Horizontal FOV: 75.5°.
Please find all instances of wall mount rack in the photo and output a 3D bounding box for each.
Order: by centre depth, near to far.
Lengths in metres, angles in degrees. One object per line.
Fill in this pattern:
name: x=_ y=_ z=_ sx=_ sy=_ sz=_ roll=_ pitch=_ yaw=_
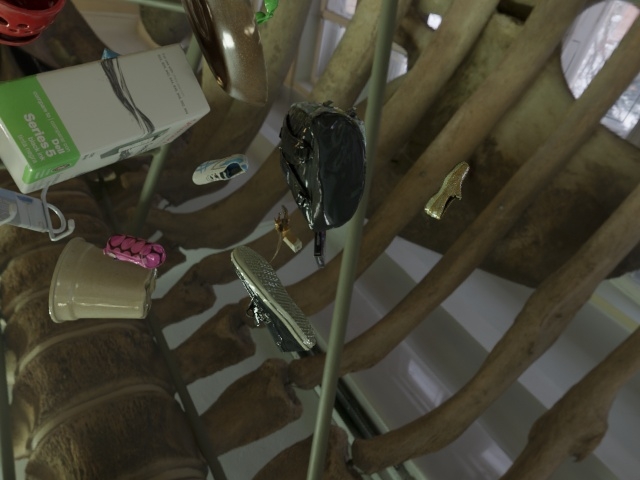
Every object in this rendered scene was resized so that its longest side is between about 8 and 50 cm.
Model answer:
wall mount rack: x=-0.900 y=-0.163 z=1.267 sx=0.130 sy=0.350 sz=0.304 roll=-25 pitch=-105 yaw=9

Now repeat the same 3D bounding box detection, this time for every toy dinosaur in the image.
toy dinosaur: x=-0.132 y=-0.027 z=1.435 sx=0.064 sy=0.112 sz=0.212 roll=13 pitch=-106 yaw=3

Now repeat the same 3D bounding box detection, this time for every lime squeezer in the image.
lime squeezer: x=-0.199 y=-0.737 z=1.305 sx=0.109 sy=0.310 sz=0.059 roll=28 pitch=-141 yaw=-12

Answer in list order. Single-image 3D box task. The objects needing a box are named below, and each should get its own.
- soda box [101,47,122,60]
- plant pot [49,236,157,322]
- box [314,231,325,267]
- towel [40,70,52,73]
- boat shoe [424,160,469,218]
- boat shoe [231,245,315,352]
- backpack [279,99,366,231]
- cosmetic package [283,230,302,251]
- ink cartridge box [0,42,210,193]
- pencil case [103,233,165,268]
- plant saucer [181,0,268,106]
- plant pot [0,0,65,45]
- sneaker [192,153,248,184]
soda box: x=-0.648 y=-0.586 z=1.447 sx=0.210 sy=0.067 sz=0.071 roll=11 pitch=-150 yaw=-44
plant pot: x=-0.823 y=0.174 z=1.622 sx=0.305 sy=0.334 sz=0.334 roll=10 pitch=-144 yaw=-12
box: x=0.000 y=0.000 z=1.398 sx=0.029 sy=0.116 sz=0.162 roll=0 pitch=-112 yaw=7
towel: x=-0.733 y=-0.385 z=1.280 sx=0.227 sy=0.076 sz=0.308 roll=16 pitch=-147 yaw=-51
boat shoe: x=0.398 y=-0.147 z=1.249 sx=0.072 sy=0.190 sz=0.068 roll=40 pitch=-168 yaw=35
boat shoe: x=-0.201 y=0.241 z=1.559 sx=0.156 sy=0.500 sz=0.187 roll=-26 pitch=-157 yaw=14
backpack: x=0.000 y=-0.231 z=1.095 sx=0.273 sy=0.290 sz=0.355 roll=-13 pitch=-150 yaw=-25
cosmetic package: x=-0.134 y=-0.007 z=1.831 sx=0.041 sy=0.060 sz=0.115 roll=-38 pitch=-114 yaw=-17
ink cartridge box: x=-0.341 y=-0.188 z=0.643 sx=0.272 sy=0.115 sz=0.198 roll=-34 pitch=-163 yaw=-34
pencil case: x=-0.625 y=0.039 z=1.388 sx=0.209 sy=0.095 sz=0.098 roll=9 pitch=-163 yaw=29
plant saucer: x=-0.158 y=-0.338 z=0.588 sx=0.050 sy=0.311 sz=0.311 roll=-25 pitch=-133 yaw=-12
plant pot: x=-0.703 y=-0.557 z=0.934 sx=0.174 sy=0.191 sz=0.191 roll=-13 pitch=-166 yaw=44
sneaker: x=-0.391 y=-0.266 z=1.596 sx=0.237 sy=0.085 sz=0.086 roll=-17 pitch=-135 yaw=12
